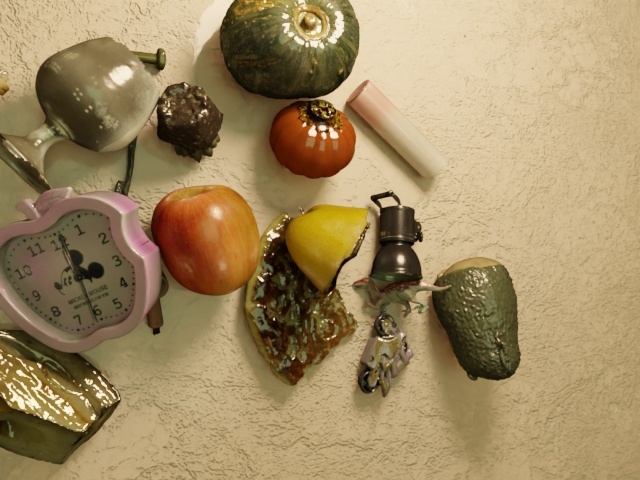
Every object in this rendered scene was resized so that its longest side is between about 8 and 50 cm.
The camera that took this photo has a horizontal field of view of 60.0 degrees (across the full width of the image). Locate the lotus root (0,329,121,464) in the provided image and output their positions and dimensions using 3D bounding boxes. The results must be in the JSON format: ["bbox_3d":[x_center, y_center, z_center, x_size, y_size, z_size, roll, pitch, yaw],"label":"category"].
[{"bbox_3d":[-0.594,0.323,1.139,0.314,0.142,0.210,40,35,-14],"label":"lotus root"}]

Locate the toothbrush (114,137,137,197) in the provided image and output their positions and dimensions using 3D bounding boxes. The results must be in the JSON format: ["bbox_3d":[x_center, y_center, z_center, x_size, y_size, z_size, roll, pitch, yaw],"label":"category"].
[{"bbox_3d":[-0.435,-0.243,1.288,0.031,0.030,0.297,11,84,-15],"label":"toothbrush"}]

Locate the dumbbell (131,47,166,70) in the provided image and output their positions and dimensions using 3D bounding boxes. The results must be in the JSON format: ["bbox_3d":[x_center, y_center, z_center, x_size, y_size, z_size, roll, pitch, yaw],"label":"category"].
[{"bbox_3d":[-0.422,-0.428,1.292,0.118,0.046,0.052,-2,94,-25],"label":"dumbbell"}]

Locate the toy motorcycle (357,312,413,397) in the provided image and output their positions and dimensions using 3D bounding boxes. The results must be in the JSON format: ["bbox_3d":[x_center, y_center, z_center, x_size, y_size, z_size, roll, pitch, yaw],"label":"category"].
[{"bbox_3d":[0.189,0.322,1.538,0.152,0.073,0.224,22,78,-26],"label":"toy motorcycle"}]

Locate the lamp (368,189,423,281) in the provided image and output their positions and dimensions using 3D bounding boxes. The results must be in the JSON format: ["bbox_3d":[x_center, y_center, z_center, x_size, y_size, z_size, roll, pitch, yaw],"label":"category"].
[{"bbox_3d":[0.218,-0.006,1.542,0.172,0.147,0.227,14,74,-37],"label":"lamp"}]

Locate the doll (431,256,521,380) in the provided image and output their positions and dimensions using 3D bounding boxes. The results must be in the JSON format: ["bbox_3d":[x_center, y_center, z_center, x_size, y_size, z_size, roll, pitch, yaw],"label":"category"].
[{"bbox_3d":[0.452,0.227,1.583,0.248,0.247,0.349,-5,70,-26],"label":"doll"}]

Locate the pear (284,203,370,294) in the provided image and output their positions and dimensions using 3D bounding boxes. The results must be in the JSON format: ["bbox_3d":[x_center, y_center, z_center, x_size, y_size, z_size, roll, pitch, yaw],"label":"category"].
[{"bbox_3d":[0.000,0.000,1.362,0.178,0.267,0.266,25,76,0],"label":"pear"}]

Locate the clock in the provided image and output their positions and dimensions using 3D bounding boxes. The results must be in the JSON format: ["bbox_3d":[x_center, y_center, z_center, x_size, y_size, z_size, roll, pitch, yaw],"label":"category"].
[{"bbox_3d":[-0.494,0.053,1.126,0.339,0.102,0.338,1,104,2],"label":"clock"}]

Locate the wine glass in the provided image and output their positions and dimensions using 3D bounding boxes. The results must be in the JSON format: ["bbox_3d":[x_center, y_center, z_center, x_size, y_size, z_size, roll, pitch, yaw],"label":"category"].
[{"bbox_3d":[-0.508,-0.263,1.149,0.323,0.238,0.238,-46,107,-23],"label":"wine glass"}]

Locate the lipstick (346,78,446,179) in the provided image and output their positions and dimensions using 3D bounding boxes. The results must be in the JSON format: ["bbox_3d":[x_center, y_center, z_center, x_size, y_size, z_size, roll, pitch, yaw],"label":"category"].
[{"bbox_3d":[0.219,-0.310,1.569,0.327,0.087,0.087,40,72,-19],"label":"lipstick"}]

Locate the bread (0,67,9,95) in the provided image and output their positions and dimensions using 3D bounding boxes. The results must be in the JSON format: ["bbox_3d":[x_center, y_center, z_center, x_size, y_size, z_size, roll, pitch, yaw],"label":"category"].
[{"bbox_3d":[-0.723,-0.306,1.121,0.119,0.084,0.177,40,73,-17],"label":"bread"}]

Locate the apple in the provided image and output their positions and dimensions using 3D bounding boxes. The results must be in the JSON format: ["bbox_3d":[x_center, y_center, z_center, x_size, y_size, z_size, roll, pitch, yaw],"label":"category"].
[{"bbox_3d":[-0.259,0.002,1.251,0.242,0.242,0.240,-22,112,-25],"label":"apple"}]

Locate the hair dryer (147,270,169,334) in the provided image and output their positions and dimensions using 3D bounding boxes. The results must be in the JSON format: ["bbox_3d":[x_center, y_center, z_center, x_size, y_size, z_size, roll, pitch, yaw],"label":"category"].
[{"bbox_3d":[-0.387,0.135,1.270,0.064,0.117,0.181,-11,117,-26],"label":"hair dryer"}]

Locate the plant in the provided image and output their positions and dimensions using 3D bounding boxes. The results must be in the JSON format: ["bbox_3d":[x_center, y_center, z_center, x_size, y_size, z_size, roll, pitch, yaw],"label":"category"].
[{"bbox_3d":[-0.301,-0.270,1.273,0.132,0.194,0.129,26,73,4],"label":"plant"}]

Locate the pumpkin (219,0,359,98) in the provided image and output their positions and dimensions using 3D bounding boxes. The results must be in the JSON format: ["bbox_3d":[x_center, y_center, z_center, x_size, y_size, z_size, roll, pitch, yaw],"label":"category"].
[{"bbox_3d":[-0.078,-0.487,1.341,0.328,0.257,0.291,9,74,-18],"label":"pumpkin"}]

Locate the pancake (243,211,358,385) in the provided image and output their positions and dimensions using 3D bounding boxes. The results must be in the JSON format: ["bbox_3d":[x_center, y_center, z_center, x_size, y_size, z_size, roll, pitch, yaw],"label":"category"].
[{"bbox_3d":[-0.064,0.138,1.442,0.305,0.067,0.426,-19,95,-32],"label":"pancake"}]

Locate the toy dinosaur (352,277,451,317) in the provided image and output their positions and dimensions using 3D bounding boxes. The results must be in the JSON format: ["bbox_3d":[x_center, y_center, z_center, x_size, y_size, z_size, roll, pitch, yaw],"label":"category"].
[{"bbox_3d":[0.232,0.139,1.528,0.242,0.053,0.167,-24,107,15],"label":"toy dinosaur"}]

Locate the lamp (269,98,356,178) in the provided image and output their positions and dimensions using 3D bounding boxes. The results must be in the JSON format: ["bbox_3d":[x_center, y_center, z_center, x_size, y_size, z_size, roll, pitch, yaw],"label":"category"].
[{"bbox_3d":[-0.018,-0.256,1.395,0.223,0.196,0.223,10,47,-11],"label":"lamp"}]
